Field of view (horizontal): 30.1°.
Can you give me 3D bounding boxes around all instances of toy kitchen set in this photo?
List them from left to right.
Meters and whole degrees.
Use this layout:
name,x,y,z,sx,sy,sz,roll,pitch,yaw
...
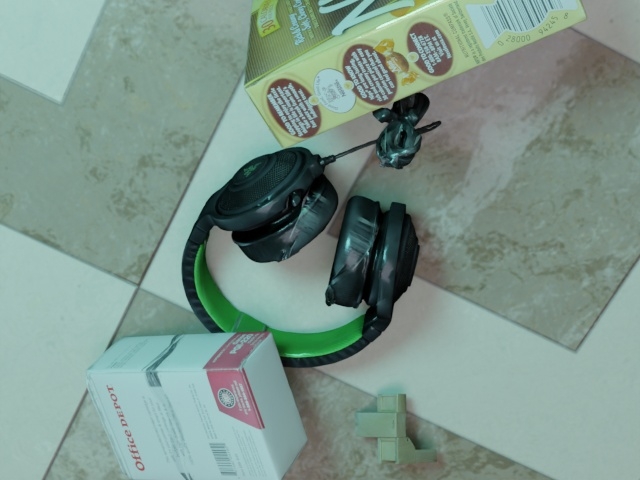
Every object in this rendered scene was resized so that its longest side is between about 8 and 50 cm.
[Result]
name,x,y,z,sx,sy,sz,roll,pitch,yaw
toy kitchen set,0.093,0.231,1.462,0.068,0.075,0.083,-8,78,44

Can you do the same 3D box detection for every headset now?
name,x,y,z,sx,sy,sz,roll,pitch,yaw
headset,0.000,0.000,1.281,0.243,0.185,0.394,29,122,-10

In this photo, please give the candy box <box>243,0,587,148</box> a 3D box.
name,x,y,z,sx,sy,sz,roll,pitch,yaw
candy box,0.084,-0.226,1.162,0.316,0.183,0.087,-21,125,16

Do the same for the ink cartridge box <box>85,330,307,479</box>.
name,x,y,z,sx,sy,sz,roll,pitch,yaw
ink cartridge box,-0.144,0.195,1.383,0.218,0.092,0.158,-5,114,27
